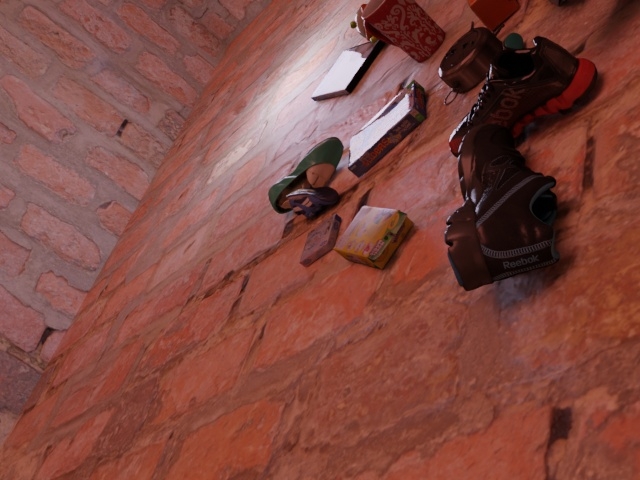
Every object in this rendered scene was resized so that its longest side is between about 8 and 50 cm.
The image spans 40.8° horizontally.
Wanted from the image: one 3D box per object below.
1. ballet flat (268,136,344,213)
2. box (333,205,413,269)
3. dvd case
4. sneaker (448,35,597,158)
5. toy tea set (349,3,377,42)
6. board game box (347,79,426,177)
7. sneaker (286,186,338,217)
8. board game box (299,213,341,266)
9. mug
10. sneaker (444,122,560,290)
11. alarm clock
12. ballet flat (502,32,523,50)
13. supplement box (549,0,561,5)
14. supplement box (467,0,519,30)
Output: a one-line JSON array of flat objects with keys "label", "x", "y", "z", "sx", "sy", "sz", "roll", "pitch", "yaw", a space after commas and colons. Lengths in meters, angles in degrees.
[{"label": "ballet flat", "x": -0.027, "y": -0.137, "z": 1.988, "sx": 0.247, "sy": 0.083, "sz": 0.087, "roll": -38, "pitch": 49, "yaw": 34}, {"label": "box", "x": 0.097, "y": -0.007, "z": 1.531, "sx": 0.105, "sy": 0.043, "sz": 0.179, "roll": -55, "pitch": 18, "yaw": -8}, {"label": "dvd case", "x": 0.074, "y": -0.471, "z": 2.382, "sx": 0.180, "sy": 0.022, "sz": 0.253, "roll": -56, "pitch": 20, "yaw": -10}, {"label": "sneaker", "x": 0.287, "y": -0.223, "z": 1.347, "sx": 0.276, "sy": 0.135, "sz": 0.097, "roll": -33, "pitch": 30, "yaw": 45}, {"label": "toy tea set", "x": 0.126, "y": -0.665, "z": 2.318, "sx": 0.124, "sy": 0.200, "sz": 0.336, "roll": -10, "pitch": 28, "yaw": 3}, {"label": "board game box", "x": 0.140, "y": -0.237, "z": 1.828, "sx": 0.201, "sy": 0.035, "sz": 0.136, "roll": -41, "pitch": 23, "yaw": 27}, {"label": "sneaker", "x": -0.011, "y": -0.083, "z": 1.884, "sx": 0.053, "sy": 0.059, "sz": 0.144, "roll": -29, "pitch": 20, "yaw": -38}, {"label": "board game box", "x": 0.000, "y": 0.000, "z": 1.757, "sx": 0.090, "sy": 0.020, "sz": 0.090, "roll": -35, "pitch": 26, "yaw": 39}, {"label": "mug", "x": 0.188, "y": -0.497, "z": 1.964, "sx": 0.113, "sy": 0.169, "sz": 0.150, "roll": -52, "pitch": 19, "yaw": 3}, {"label": "sneaker", "x": 0.264, "y": -0.056, "z": 1.195, "sx": 0.140, "sy": 0.125, "sz": 0.340, "roll": -11, "pitch": 35, "yaw": 22}, {"label": "alarm clock", "x": 0.280, "y": -0.338, "z": 1.664, "sx": 0.129, "sy": 0.064, "sz": 0.192, "roll": -16, "pitch": 44, "yaw": 58}, {"label": "ballet flat", "x": 0.343, "y": -0.334, "z": 1.553, "sx": 0.041, "sy": 0.041, "sz": 0.114, "roll": -37, "pitch": 24, "yaw": 36}, {"label": "supplement box", "x": 0.431, "y": -0.546, "z": 1.514, "sx": 0.220, "sy": 0.111, "sz": 0.114, "roll": -59, "pitch": -13, "yaw": 6}, {"label": "supplement box", "x": 0.350, "y": -0.525, "z": 1.797, "sx": 0.078, "sy": 0.080, "sz": 0.233, "roll": -40, "pitch": 21, "yaw": 25}]
